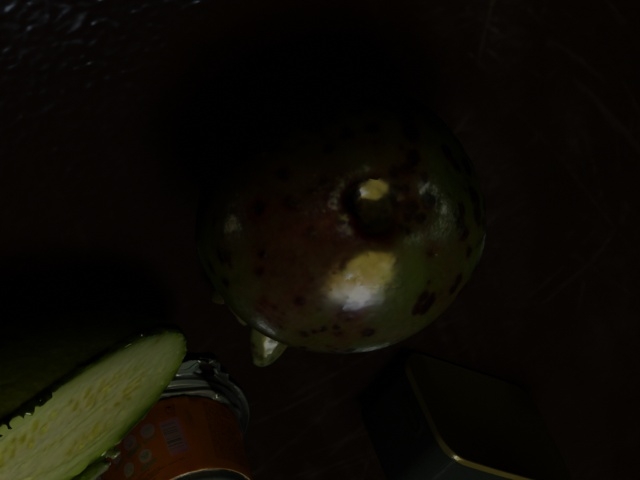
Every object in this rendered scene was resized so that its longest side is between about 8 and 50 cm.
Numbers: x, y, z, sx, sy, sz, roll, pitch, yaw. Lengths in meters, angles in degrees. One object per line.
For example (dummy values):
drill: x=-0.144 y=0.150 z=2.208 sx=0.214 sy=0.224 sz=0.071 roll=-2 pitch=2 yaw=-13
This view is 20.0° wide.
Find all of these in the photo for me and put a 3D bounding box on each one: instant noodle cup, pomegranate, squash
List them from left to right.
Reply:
squash: x=-0.254 y=0.177 z=1.573 sx=0.309 sy=0.210 sz=0.233 roll=-7 pitch=146 yaw=-15
instant noodle cup: x=-0.135 y=0.227 z=1.743 sx=0.177 sy=0.125 sz=0.208 roll=-5 pitch=134 yaw=-23
pomegranate: x=0.018 y=-0.001 z=1.537 sx=0.242 sy=0.242 sz=0.306 roll=-20 pitch=158 yaw=-8

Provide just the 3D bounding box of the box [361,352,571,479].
box: x=0.146 y=0.210 z=1.860 sx=0.201 sy=0.144 sz=0.090 roll=19 pitch=126 yaw=-40
